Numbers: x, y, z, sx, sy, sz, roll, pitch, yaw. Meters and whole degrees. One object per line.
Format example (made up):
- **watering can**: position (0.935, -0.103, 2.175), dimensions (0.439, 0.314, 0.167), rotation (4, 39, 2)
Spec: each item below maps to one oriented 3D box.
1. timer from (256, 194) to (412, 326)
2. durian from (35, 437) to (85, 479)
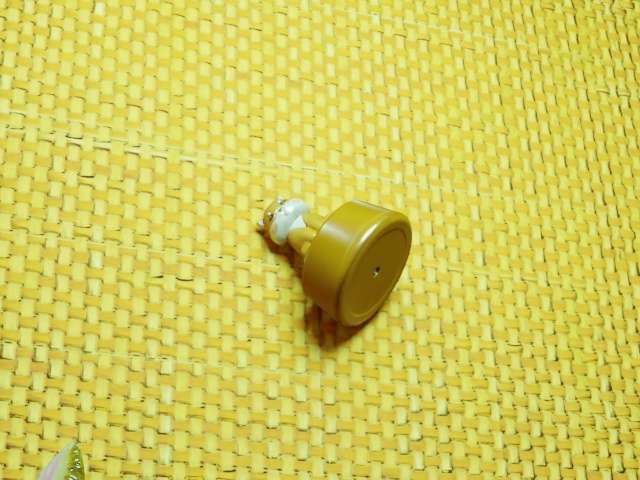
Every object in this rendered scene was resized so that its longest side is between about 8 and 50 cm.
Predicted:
- **timer**: position (0.000, 0.000, 1.330), dimensions (0.152, 0.132, 0.132), rotation (29, 52, 26)
- **durian**: position (-0.214, 0.273, 1.099), dimensions (0.140, 0.078, 0.224), rotation (3, 62, -19)
